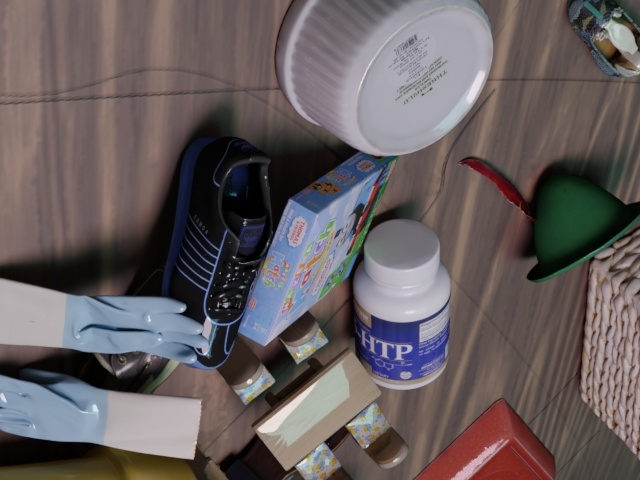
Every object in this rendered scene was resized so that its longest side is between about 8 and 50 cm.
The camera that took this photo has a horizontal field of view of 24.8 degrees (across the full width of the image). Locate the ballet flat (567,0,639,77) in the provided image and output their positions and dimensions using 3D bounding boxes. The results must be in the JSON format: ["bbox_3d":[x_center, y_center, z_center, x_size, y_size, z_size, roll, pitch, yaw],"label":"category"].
[{"bbox_3d":[0.339,-0.220,1.645,0.070,0.070,0.188,-52,141,10],"label":"ballet flat"}]

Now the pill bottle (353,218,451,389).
[{"bbox_3d":[0.092,0.071,1.655,0.112,0.112,0.187,-26,138,-22],"label":"pill bottle"}]

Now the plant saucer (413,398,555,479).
[{"bbox_3d":[0.223,0.375,2.102,0.259,0.048,0.258,-43,142,0],"label":"plant saucer"}]

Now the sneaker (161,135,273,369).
[{"bbox_3d":[-0.093,0.017,1.392,0.081,0.090,0.232,-4,102,-38],"label":"sneaker"}]

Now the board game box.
[{"bbox_3d":[0.000,0.000,1.494,0.211,0.039,0.160,-36,152,-58],"label":"board game box"}]

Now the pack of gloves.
[{"bbox_3d":[-0.225,0.114,1.414,0.232,0.046,0.195,8,124,-4],"label":"pack of gloves"}]

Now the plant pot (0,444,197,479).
[{"bbox_3d":[-0.274,0.329,1.482,0.239,0.254,0.254,12,117,-30],"label":"plant pot"}]

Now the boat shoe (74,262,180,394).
[{"bbox_3d":[-0.197,0.117,1.470,0.073,0.080,0.224,1,128,-48],"label":"boat shoe"}]

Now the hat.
[{"bbox_3d":[0.276,-0.068,1.763,0.173,0.184,0.208,-35,-177,0],"label":"hat"}]

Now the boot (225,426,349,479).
[{"bbox_3d":[-0.035,0.263,1.768,0.219,0.082,0.106,-38,160,-8],"label":"boot"}]

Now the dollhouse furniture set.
[{"bbox_3d":[-0.036,0.226,1.590,0.242,0.161,0.212,-38,119,-7],"label":"dollhouse furniture set"}]

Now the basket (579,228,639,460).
[{"bbox_3d":[0.560,0.136,2.003,0.328,0.266,0.331,-28,138,-19],"label":"basket"}]

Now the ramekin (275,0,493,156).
[{"bbox_3d":[0.070,-0.179,1.410,0.207,0.109,0.207,-23,138,-23],"label":"ramekin"}]
